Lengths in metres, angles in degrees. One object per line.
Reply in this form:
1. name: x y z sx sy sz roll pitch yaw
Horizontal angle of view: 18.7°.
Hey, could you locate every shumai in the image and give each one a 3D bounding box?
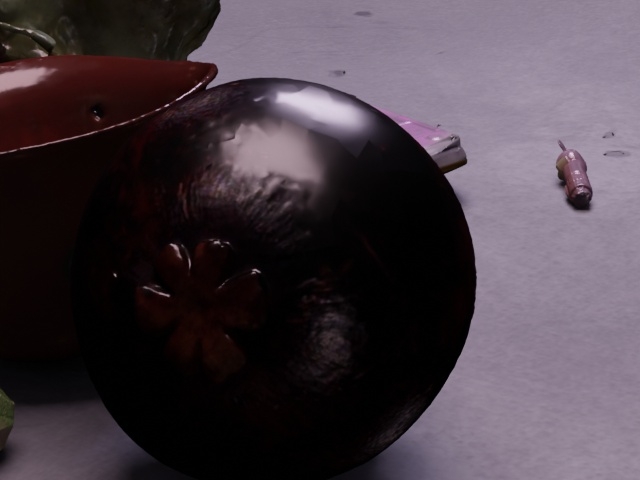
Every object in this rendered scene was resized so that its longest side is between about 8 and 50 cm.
1. shumai: -0.334 -0.283 2.231 0.395 0.395 0.348 18 49 39

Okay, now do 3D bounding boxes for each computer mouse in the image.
1. computer mouse: 0.020 -0.102 2.073 0.158 0.071 0.310 -19 28 -34

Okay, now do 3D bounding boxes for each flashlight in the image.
1. flashlight: 0.265 -0.065 2.030 0.031 0.052 0.110 -34 23 16

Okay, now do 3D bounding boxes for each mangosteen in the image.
1. mangosteen: -0.029 0.030 1.466 0.307 0.306 0.347 6 6 16

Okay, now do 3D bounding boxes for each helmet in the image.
1. helmet: -0.238 -0.019 1.667 0.338 0.230 0.385 -13 14 -11

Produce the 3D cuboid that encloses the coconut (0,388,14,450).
1. coconut: -0.278 0.134 1.490 0.082 0.083 0.081 -36 0 34
